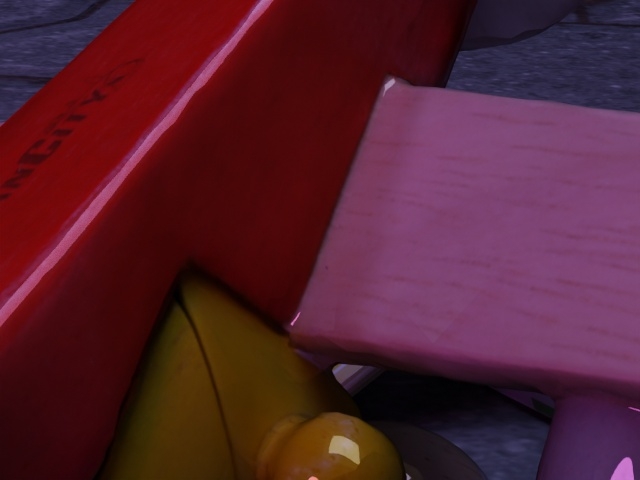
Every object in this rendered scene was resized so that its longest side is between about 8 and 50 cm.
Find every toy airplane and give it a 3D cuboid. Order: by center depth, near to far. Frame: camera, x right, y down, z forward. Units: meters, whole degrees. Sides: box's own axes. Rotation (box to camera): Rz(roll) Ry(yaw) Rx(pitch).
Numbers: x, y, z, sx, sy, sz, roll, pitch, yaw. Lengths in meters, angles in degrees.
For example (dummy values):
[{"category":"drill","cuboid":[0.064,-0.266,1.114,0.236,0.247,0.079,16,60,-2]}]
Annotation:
[{"category":"toy airplane","cuboid":[-0.016,0.015,0.592,0.384,0.272,0.386,-27,27,13]}]

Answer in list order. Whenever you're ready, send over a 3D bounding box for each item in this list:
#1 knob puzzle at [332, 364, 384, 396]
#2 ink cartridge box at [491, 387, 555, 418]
[{"category":"knob puzzle","cuboid":[0.000,0.000,0.887,0.213,0.030,0.213,-24,31,16]},{"category":"ink cartridge box","cuboid":[0.193,0.023,0.895,0.219,0.092,0.160,-8,17,-30]}]
